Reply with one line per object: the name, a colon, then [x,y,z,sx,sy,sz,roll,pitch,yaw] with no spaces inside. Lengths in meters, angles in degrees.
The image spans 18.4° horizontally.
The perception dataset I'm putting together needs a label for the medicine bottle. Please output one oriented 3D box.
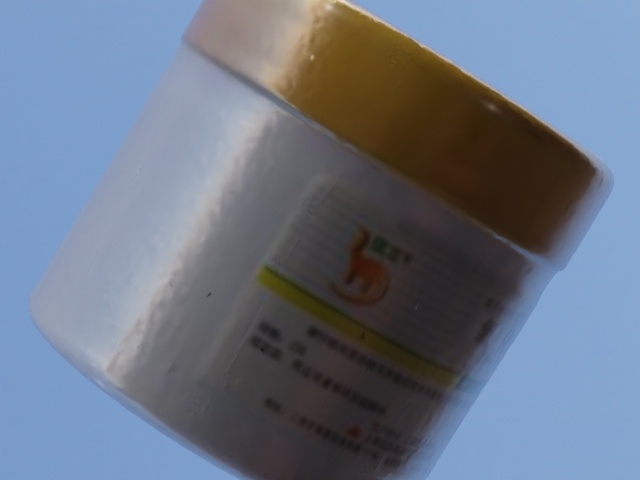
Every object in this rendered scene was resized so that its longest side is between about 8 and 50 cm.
medicine bottle: [0.000,0.000,1.050,0.238,0.238,0.232,28,-85,-33]
